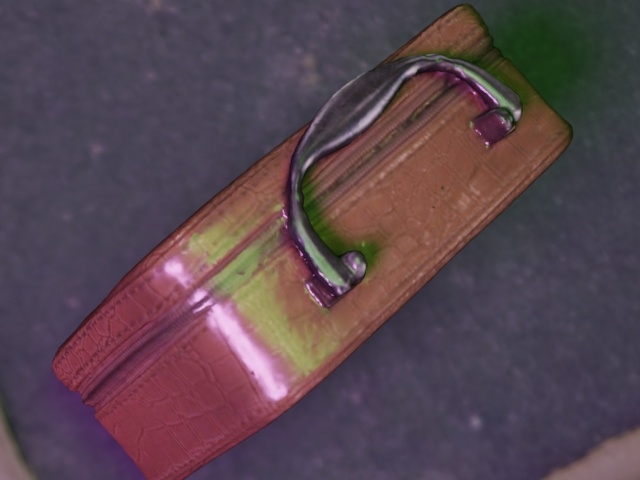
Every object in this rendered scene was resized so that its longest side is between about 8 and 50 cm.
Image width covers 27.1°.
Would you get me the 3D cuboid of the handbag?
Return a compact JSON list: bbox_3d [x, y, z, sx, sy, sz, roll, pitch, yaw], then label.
[{"bbox_3d":[0.000,0.000,0.491,0.193,0.151,0.072,-39,90,-29],"label":"handbag"}]
